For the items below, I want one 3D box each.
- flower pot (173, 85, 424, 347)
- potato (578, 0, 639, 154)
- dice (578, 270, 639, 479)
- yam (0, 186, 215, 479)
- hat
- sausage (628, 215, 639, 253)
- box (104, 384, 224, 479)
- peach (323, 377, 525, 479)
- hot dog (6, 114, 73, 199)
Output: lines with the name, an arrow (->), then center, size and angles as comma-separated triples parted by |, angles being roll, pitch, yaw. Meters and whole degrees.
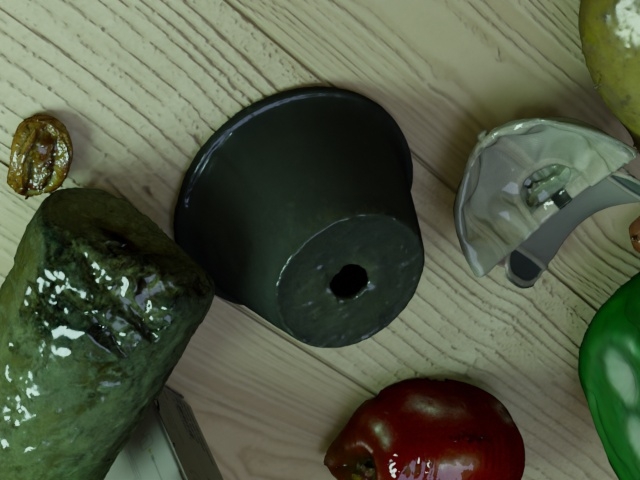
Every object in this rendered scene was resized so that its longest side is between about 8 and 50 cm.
flower pot -> 0.000, 0.000, 1.387 | 0.269, 0.166, 0.269 | -13, 130, -16
potato -> 0.373, -0.205, 1.400 | 0.229, 0.229, 0.266 | -44, 129, 8
dice -> 0.503, 0.184, 1.661 | 0.287, 0.300, 0.297 | -23, 143, -12
yam -> -0.235, 0.105, 1.330 | 0.195, 0.195, 0.300 | 15, 117, -34
hat -> 0.254, -0.061, 1.526 | 0.219, 0.164, 0.226 | -37, 173, 20
sausage -> 0.441, -0.021, 1.659 | 0.169, 0.065, 0.065 | -21, 131, -11
box -> -0.223, 0.297, 1.466 | 0.251, 0.203, 0.106 | -42, 133, 7
peach -> 0.163, 0.259, 1.668 | 0.267, 0.154, 0.159 | 12, 116, -32
hot dog -> -0.262, -0.075, 1.282 | 0.058, 0.035, 0.083 | -2, 125, -30
